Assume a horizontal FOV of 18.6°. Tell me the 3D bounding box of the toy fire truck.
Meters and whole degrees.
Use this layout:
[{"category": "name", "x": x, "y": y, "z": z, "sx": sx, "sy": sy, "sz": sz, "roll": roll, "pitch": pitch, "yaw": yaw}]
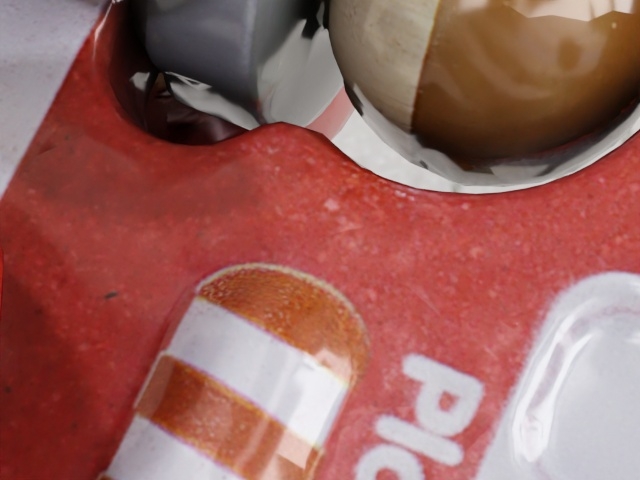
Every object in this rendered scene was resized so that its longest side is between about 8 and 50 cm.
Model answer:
[{"category": "toy fire truck", "x": 0.000, "y": 0.000, "z": 0.396, "sx": 0.302, "sy": 0.254, "sz": 0.169, "roll": -63, "pitch": 165, "yaw": -14}]
